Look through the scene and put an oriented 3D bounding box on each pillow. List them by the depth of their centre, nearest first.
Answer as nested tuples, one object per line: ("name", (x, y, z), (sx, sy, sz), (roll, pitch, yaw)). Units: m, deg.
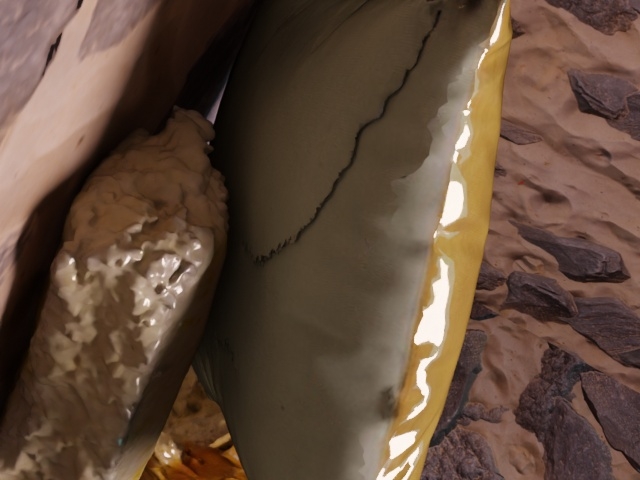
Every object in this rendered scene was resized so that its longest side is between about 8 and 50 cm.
("pillow", (0.000, 0.000, 0.619), (0.310, 0.119, 0.312), (-132, -129, -69))

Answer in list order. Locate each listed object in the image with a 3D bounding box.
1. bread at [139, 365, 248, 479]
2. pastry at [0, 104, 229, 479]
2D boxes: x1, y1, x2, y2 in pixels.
("bread", (-0.117, 0.167, 1.097), (0.344, 0.149, 0.195), (115, -7, -54))
("pastry", (-0.116, 0.065, 0.583), (0.121, 0.089, 0.258), (-44, 162, -57))
